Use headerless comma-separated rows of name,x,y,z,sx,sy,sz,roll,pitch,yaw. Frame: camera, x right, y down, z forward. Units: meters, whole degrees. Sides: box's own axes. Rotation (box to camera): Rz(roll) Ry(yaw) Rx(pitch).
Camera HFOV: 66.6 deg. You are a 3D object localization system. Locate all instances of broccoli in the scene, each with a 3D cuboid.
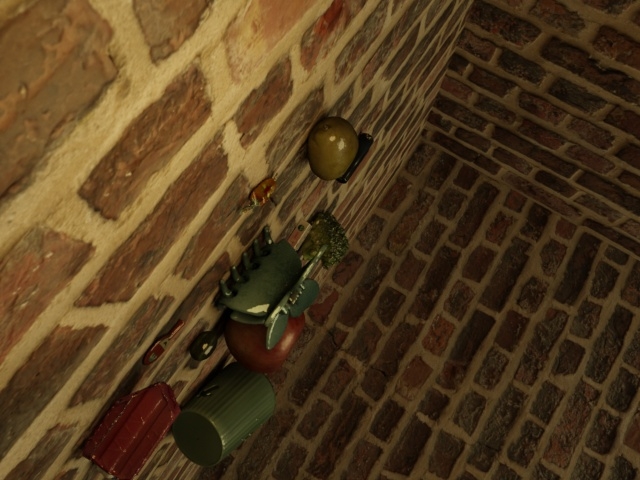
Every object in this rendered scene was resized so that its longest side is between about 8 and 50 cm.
broccoli,0.000,0.000,2.269,0.246,0.247,0.288,-23,-171,12

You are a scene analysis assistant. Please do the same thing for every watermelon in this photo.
watermelon,-0.388,0.351,1.629,0.110,0.078,0.078,-54,170,-27

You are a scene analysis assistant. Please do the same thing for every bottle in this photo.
bottle,0.144,-0.356,2.094,0.244,0.072,0.082,-56,-178,-13

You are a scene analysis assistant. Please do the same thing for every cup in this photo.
cup,-0.429,0.778,2.126,0.392,0.310,0.401,-29,148,-61

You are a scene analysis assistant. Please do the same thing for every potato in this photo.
potato,0.037,-0.291,1.516,0.251,0.159,0.174,70,28,-67

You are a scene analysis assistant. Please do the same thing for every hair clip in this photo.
hair clip,-0.166,0.149,1.607,0.318,0.238,0.392,-53,167,-26

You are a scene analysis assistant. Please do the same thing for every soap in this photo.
soap,-0.488,0.493,1.301,0.250,0.162,0.099,-55,170,-12

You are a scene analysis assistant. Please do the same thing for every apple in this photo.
apple,-0.219,0.338,1.858,0.344,0.269,0.345,-59,174,-10

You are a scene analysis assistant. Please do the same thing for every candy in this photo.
candy,-0.160,-0.129,1.348,0.182,0.046,0.053,-53,171,-37

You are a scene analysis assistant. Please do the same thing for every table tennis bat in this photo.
table tennis bat,-0.436,0.283,1.356,0.154,0.019,0.098,-50,168,-25

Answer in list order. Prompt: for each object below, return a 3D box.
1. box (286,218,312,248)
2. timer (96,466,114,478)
box,-0.089,-0.024,2.050,0.125,0.043,0.089,-57,171,-3
timer,-0.568,0.599,1.498,0.253,0.078,0.178,-55,168,-26
